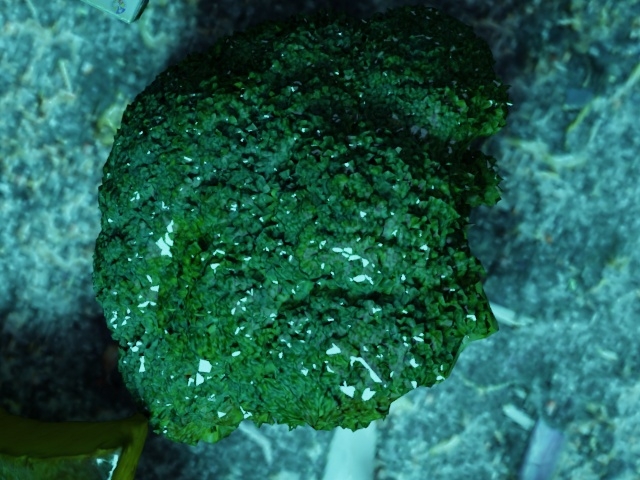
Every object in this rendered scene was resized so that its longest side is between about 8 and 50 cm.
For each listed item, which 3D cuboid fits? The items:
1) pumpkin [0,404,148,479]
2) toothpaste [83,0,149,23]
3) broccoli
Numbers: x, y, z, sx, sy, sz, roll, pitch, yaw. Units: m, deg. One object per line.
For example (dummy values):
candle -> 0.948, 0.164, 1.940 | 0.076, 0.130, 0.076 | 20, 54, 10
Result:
pumpkin -> -0.182, 0.176, 1.207 | 0.095, 0.290, 0.258 | -33, 126, -30
toothpaste -> -0.186, -0.188, 1.189 | 0.164, 0.046, 0.034 | 26, 100, -3
broccoli -> 0.000, 0.000, 1.133 | 0.308, 0.308, 0.275 | -38, 124, 11
